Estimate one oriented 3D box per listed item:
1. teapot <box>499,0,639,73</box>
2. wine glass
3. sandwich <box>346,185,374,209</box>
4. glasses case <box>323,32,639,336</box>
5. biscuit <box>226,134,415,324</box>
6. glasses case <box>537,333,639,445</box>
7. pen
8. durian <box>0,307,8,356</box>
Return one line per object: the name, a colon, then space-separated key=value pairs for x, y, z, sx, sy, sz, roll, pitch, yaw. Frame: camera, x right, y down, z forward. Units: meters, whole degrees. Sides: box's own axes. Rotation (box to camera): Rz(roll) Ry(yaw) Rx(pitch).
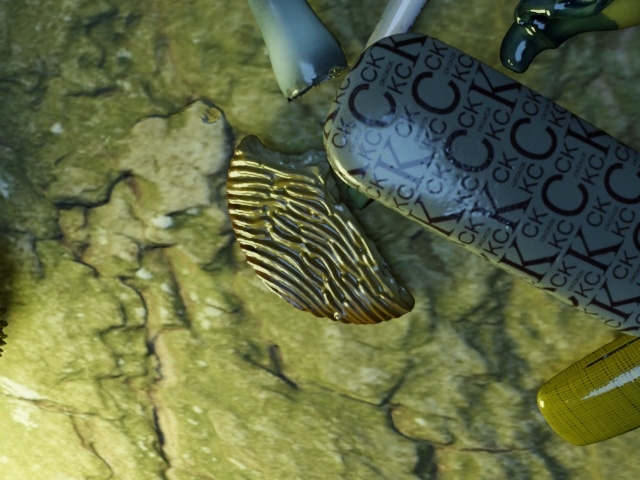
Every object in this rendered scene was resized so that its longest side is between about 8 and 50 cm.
teapot: x=0.183 y=-0.252 z=0.392 sx=0.183 sy=0.173 sz=0.269 roll=15 pitch=102 yaw=34
wine glass: x=-0.036 y=-0.209 z=0.508 sx=0.072 sy=0.072 sz=0.155 roll=-25 pitch=99 yaw=22
sandwich: x=0.055 y=-0.062 z=0.551 sx=0.031 sy=0.044 sz=0.083 roll=49 pitch=157 yaw=1
glasses case: x=0.172 y=-0.043 z=0.475 sx=0.355 sy=0.085 sz=0.137 roll=28 pitch=95 yaw=-6
biscuit: x=0.000 y=0.000 z=0.581 sx=0.229 sy=0.031 sz=0.176 roll=26 pitch=122 yaw=10
glasses case: x=0.313 y=0.114 z=0.520 sx=0.234 sy=0.064 sz=0.079 roll=-39 pitch=101 yaw=23
pen: x=0.100 y=-0.251 z=0.476 sx=0.033 sy=0.033 sz=0.268 roll=32 pitch=113 yaw=4
durian: x=-0.524 y=0.112 z=0.673 sx=0.258 sy=0.258 sz=0.293 roll=41 pitch=125 yaw=0
